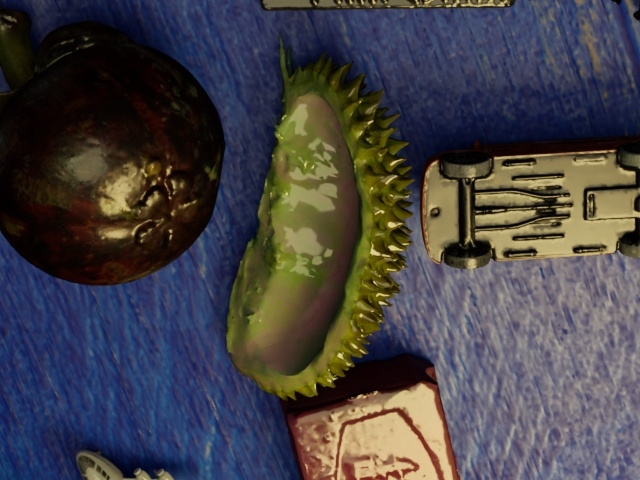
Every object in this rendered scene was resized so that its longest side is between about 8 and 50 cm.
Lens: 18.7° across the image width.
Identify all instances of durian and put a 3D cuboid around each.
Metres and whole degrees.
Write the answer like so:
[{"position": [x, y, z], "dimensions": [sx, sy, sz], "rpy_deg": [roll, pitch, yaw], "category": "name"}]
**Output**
[{"position": [0.000, 0.000, 1.845], "dimensions": [0.169, 0.158, 0.351], "rpy_deg": [14, 110, 6], "category": "durian"}]

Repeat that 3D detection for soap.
[{"position": [0.066, 0.249, 1.952], "dimensions": [0.162, 0.099, 0.250], "rpy_deg": [-16, 107, -4], "category": "soap"}]

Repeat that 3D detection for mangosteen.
[{"position": [-0.218, -0.098, 1.793], "dimensions": [0.231, 0.231, 0.289], "rpy_deg": [-46, 63, 11], "category": "mangosteen"}]

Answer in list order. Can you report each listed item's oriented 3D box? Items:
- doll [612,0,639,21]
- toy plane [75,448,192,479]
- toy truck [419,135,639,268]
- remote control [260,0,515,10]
[{"position": [0.337, -0.283, 1.817], "dimensions": [0.109, 0.057, 0.169], "rpy_deg": [38, 118, 4], "category": "doll"}, {"position": [-0.188, 0.270, 1.962], "dimensions": [0.162, 0.065, 0.171], "rpy_deg": [-36, 103, 9], "category": "toy plane"}, {"position": [0.218, -0.043, 1.856], "dimensions": [0.253, 0.114, 0.107], "rpy_deg": [-3, 109, -3], "category": "toy truck"}, {"position": [0.064, -0.248, 1.831], "dimensions": [0.245, 0.025, 0.063], "rpy_deg": [0, 106, -2], "category": "remote control"}]
